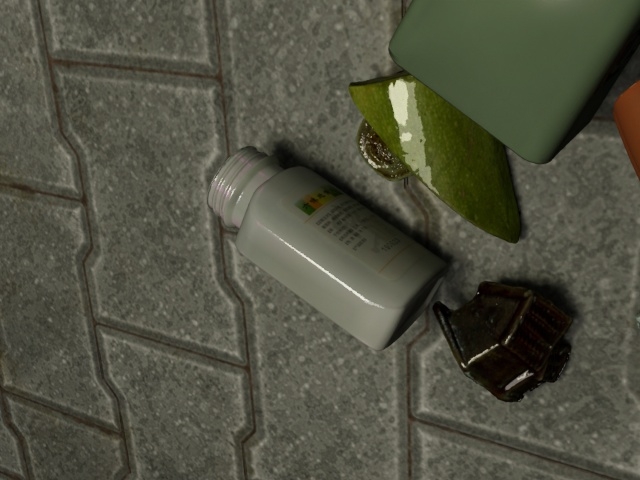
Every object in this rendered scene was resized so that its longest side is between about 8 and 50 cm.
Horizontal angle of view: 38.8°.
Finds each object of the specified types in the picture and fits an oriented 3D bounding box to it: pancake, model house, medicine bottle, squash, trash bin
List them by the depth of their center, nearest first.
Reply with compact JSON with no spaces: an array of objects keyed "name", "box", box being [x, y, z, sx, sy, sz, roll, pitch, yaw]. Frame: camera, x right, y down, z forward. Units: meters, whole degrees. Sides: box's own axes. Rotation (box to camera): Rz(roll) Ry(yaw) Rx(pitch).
[{"name":"trash bin","box":[0.242,-0.278,0.908,0.223,0.158,0.343,40,139,13]},{"name":"squash","box":[0.141,-0.090,1.135,0.169,0.093,0.252,-9,106,26]},{"name":"model house","box":[0.257,0.125,1.182,0.165,0.106,0.152,35,124,-30]},{"name":"pancake","box":[0.094,-0.129,1.212,0.108,0.017,0.108,18,122,31]},{"name":"medicine bottle","box":[0.000,0.000,1.232,0.324,0.179,0.124,36,127,14]}]

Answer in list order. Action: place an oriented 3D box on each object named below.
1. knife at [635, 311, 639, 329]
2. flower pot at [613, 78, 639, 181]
[{"name":"knife","box":[0.449,0.078,1.062,0.162,0.023,0.044,-28,98,39]},{"name":"flower pot","box":[0.396,-0.102,0.924,0.173,0.190,0.190,56,131,14]}]
